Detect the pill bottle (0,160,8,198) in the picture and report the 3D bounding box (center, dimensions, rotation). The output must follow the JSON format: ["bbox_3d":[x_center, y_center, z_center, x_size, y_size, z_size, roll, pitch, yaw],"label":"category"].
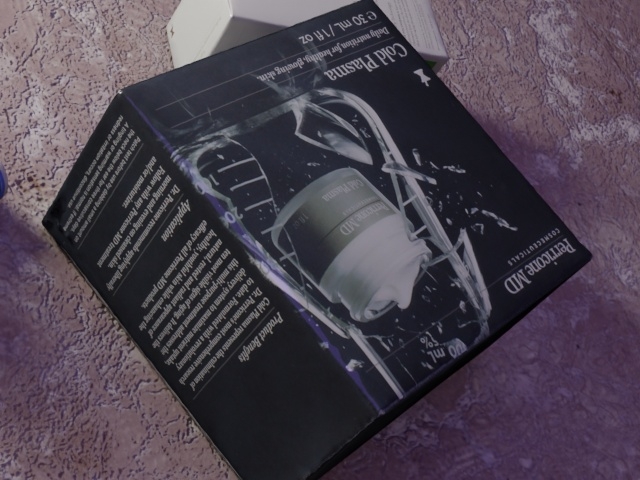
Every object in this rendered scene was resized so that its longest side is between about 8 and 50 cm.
[{"bbox_3d":[-0.447,-0.055,1.511,0.078,0.078,0.137,45,45,5],"label":"pill bottle"}]

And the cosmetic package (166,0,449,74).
[{"bbox_3d":[-0.021,-0.298,1.894,0.365,0.197,0.155,4,56,-29],"label":"cosmetic package"}]

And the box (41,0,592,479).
[{"bbox_3d":[0.000,0.000,1.612,0.480,0.297,0.472,-30,78,-44],"label":"box"}]
